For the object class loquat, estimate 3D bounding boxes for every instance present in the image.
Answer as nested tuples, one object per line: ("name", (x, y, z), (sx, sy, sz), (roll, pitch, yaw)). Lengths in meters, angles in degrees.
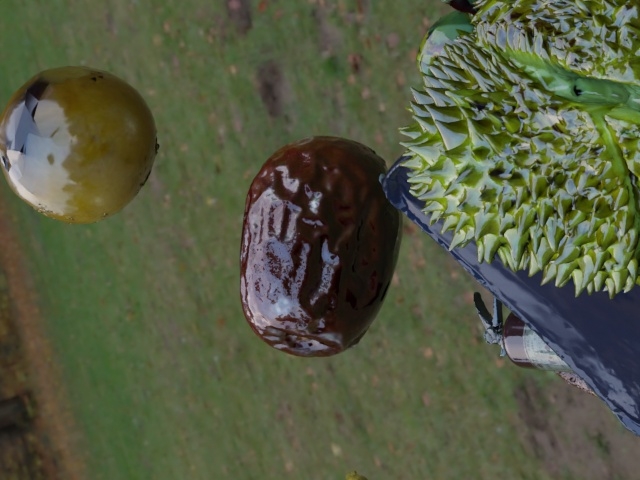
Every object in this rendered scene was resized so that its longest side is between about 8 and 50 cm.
("loquat", (-0.352, -0.138, 1.644), (0.235, 0.235, 0.235), (162, 90, -72))

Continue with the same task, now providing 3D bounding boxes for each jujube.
("jujube", (0.000, 0.000, 1.254), (0.183, 0.183, 0.243), (111, 171, -63))

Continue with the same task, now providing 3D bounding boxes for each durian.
("durian", (0.112, -0.052, 0.453), (0.198, 0.146, 0.159), (-20, 52, 60))

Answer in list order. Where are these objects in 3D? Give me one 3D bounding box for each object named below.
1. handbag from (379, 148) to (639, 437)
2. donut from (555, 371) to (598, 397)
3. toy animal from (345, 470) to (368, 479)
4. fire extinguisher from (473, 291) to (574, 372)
("handbag", (0.216, -0.004, 0.706), (0.303, 0.122, 0.329), (44, 164, -3))
("donut", (0.375, 0.172, 1.605), (0.140, 0.059, 0.140), (36, 168, 9))
("toy animal", (0.041, 0.321, 1.152), (0.083, 0.070, 0.159), (-178, 69, -82))
("fire extinguisher", (0.247, 0.086, 1.162), (0.231, 0.071, 0.099), (1, 98, 51))
